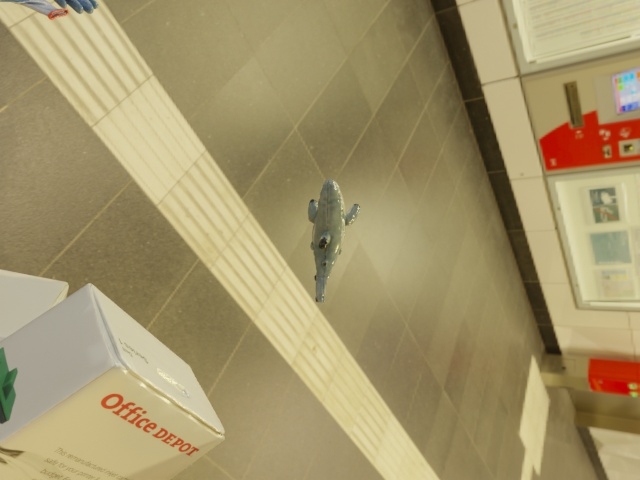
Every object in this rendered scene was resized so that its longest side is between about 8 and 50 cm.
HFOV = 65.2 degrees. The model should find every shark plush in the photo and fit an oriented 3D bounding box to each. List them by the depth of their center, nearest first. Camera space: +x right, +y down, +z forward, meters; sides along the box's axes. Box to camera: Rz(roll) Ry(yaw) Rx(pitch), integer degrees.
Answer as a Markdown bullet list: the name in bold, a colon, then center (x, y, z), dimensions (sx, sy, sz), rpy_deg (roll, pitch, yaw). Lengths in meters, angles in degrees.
- **shark plush**: center (0.000, 0.000, 0.681), dimensions (0.067, 0.073, 0.161), rpy_deg (49, 60, -83)

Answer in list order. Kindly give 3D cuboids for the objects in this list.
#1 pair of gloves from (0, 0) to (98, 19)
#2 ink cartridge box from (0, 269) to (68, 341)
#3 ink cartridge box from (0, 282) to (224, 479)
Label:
- **pair of gloves**: center (-0.445, -0.381, 0.760), dimensions (0.159, 0.023, 0.198), rpy_deg (23, 33, -9)
- **ink cartridge box**: center (-0.437, 0.133, 0.512), dimensions (0.270, 0.197, 0.198), rpy_deg (15, 98, -19)
- **ink cartridge box**: center (-0.209, 0.159, 0.380), dimensions (0.219, 0.092, 0.160), rpy_deg (-35, 139, -8)
